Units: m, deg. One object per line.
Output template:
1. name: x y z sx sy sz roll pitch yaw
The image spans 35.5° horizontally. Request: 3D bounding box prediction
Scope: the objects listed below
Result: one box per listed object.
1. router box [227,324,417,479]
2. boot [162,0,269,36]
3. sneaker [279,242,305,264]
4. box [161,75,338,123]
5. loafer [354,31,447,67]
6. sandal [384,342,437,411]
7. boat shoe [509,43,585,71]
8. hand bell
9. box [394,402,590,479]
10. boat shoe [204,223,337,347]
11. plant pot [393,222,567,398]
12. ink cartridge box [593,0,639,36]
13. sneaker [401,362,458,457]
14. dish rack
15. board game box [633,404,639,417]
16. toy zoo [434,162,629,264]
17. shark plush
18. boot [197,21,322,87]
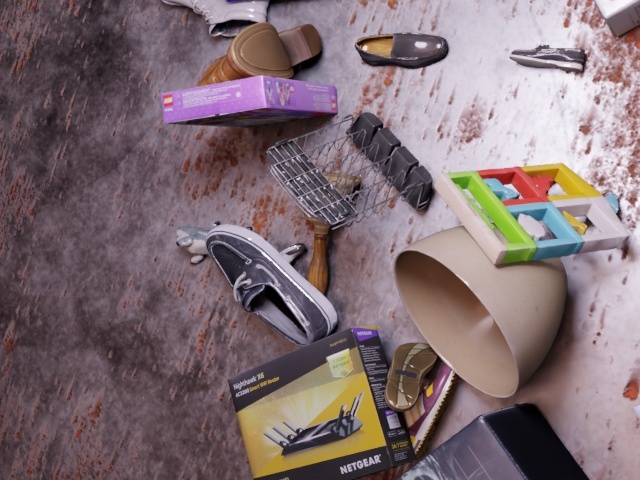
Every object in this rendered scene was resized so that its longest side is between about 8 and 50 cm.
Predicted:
1. router box: -0.005 0.311 1.756 0.309 0.081 0.242 -27 72 34
2. boot: -0.221 -0.465 1.971 0.258 0.095 0.123 0 77 25
3. sneaker: -0.068 0.041 1.878 0.109 0.040 0.043 -32 83 25
4. box: -0.119 -0.245 1.787 0.201 0.293 0.057 -5 93 25
5. loafer: 0.143 -0.346 1.799 0.170 0.061 0.062 -2 83 25
6. sandal: 0.148 0.233 1.686 0.072 0.180 0.049 15 127 12
7. boat shoe: 0.383 -0.313 1.686 0.125 0.046 0.038 12 90 24
8. hand bell: 0.000 0.000 1.826 0.126 0.126 0.241 11 102 27
9. box: 0.248 0.581 1.521 0.472 0.297 0.480 -42 68 18
10. boat shoe: -0.111 0.085 1.823 0.301 0.102 0.108 41 130 14
11. plant pot: 0.280 0.080 1.596 0.191 0.284 0.284 -36 66 -19
12. ink cartridge box: 0.540 -0.485 1.589 0.273 0.114 0.197 -29 73 22
13. sneaker: 0.168 0.282 1.714 0.084 0.069 0.185 28 96 21
14. dish rack: 0.046 -0.113 1.712 0.208 0.272 0.074 49 142 23
15. board game box: 0.532 0.247 1.526 0.090 0.090 0.020 -23 75 22
16. toy zoo: 0.348 -0.049 1.569 0.192 0.293 0.030 58 144 41
17. shark plush: -0.214 -0.014 1.945 0.161 0.073 0.067 -18 46 28
18. boot: -0.148 -0.322 1.826 0.220 0.283 0.109 -17 105 31
